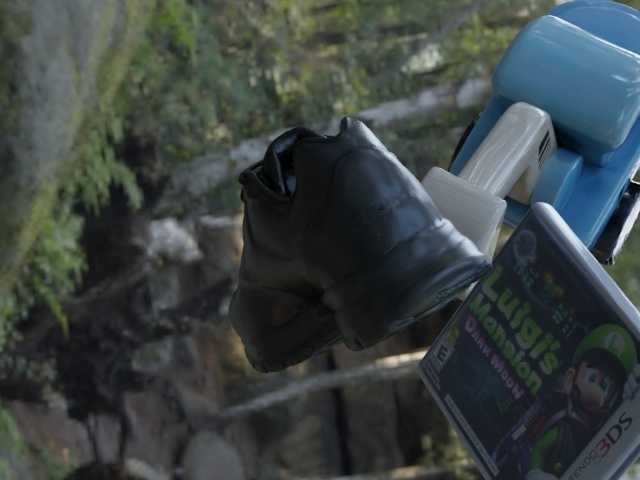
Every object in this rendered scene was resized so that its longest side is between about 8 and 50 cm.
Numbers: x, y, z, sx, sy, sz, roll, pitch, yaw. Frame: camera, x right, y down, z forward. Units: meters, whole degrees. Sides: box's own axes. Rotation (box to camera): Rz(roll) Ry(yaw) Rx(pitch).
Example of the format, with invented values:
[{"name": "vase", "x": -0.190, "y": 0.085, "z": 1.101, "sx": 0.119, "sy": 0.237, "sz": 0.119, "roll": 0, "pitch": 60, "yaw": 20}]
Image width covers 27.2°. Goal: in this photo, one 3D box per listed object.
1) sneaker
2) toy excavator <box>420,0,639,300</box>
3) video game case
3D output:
[{"name": "sneaker", "x": 0.000, "y": 0.000, "z": 0.801, "sx": 0.130, "sy": 0.109, "sz": 0.286, "roll": 58, "pitch": -24, "yaw": -1}, {"name": "toy excavator", "x": 0.233, "y": -0.106, "z": 1.414, "sx": 0.433, "sy": 0.222, "sz": 0.445, "roll": -59, "pitch": 161, "yaw": -9}, {"name": "video game case", "x": 0.158, "y": 0.097, "z": 0.940, "sx": 0.173, "sy": 0.022, "sz": 0.190, "roll": -57, "pitch": -138, "yaw": 26}]
